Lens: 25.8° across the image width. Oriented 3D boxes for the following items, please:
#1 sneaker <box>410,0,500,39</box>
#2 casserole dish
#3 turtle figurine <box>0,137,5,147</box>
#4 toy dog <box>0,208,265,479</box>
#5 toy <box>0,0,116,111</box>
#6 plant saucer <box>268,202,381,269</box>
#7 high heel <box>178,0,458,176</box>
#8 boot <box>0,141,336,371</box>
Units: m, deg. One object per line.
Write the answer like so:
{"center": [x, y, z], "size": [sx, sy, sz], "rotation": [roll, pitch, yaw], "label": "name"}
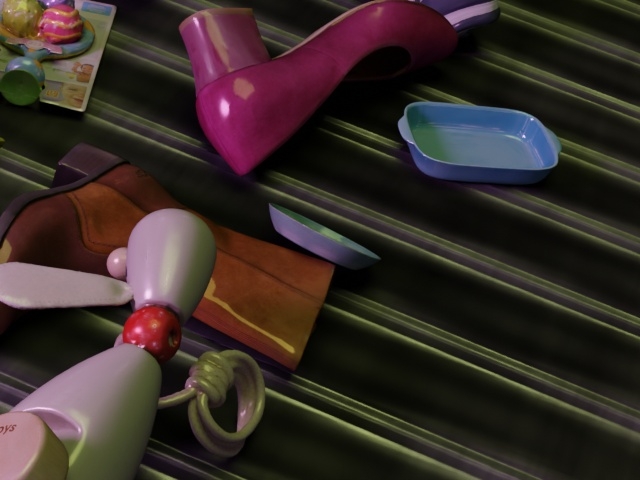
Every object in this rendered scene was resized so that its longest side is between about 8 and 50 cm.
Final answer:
{"center": [0.103, -0.321, 1.750], "size": [0.282, 0.153, 0.099], "rotation": [6, 29, 41], "label": "sneaker"}
{"center": [0.172, -0.103, 1.540], "size": [0.188, 0.037, 0.114], "rotation": [4, 40, -16], "label": "casserole dish"}
{"center": [-0.375, -0.169, 1.289], "size": [0.269, 0.087, 0.217], "rotation": [-26, 85, -5], "label": "turtle figurine"}
{"center": [-0.191, 0.124, 1.049], "size": [0.161, 0.220, 0.334], "rotation": [-5, 22, 26], "label": "toy dog"}
{"center": [-0.302, -0.231, 1.519], "size": [0.136, 0.056, 0.237], "rotation": [12, 39, -7], "label": "toy"}
{"center": [0.000, 0.000, 1.331], "size": [0.119, 0.021, 0.119], "rotation": [26, 4, -2], "label": "plant saucer"}
{"center": [0.022, -0.161, 1.540], "size": [0.377, 0.127, 0.181], "rotation": [-9, 73, -33], "label": "high heel"}
{"center": [-0.146, 0.051, 1.233], "size": [0.280, 0.096, 0.264], "rotation": [28, 32, 4], "label": "boot"}
